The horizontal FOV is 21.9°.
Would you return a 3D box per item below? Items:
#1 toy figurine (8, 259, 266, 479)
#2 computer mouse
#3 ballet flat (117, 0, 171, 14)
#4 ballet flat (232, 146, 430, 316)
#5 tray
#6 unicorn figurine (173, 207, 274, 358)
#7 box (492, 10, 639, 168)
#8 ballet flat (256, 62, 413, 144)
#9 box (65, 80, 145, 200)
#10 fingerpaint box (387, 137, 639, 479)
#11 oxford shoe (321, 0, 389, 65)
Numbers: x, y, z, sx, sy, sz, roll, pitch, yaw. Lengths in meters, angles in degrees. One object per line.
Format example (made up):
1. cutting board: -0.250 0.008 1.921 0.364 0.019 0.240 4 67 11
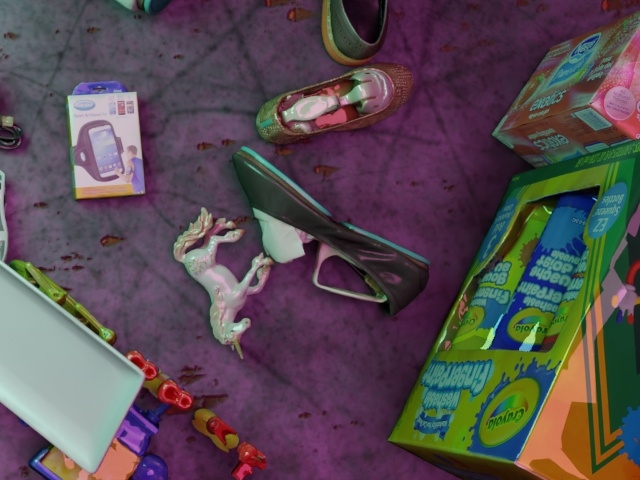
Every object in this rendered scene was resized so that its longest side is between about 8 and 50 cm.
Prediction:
1. toy figurine: -0.259 0.212 1.810 0.362 0.191 0.217 40 83 -8
2. computer mouse: -0.390 -0.050 1.860 0.106 0.042 0.193 3 81 -19
3. ballet flat: -0.121 -0.438 1.916 0.139 0.139 0.400 43 79 -9
4. ballet flat: 0.000 0.000 1.933 0.280 0.095 0.096 32 87 -11
5. tray: -0.305 0.110 1.731 0.270 0.030 0.145 37 119 13
6. unicorn figurine: -0.108 0.049 1.923 0.162 0.060 0.111 44 78 8
7. box: 0.343 -0.150 1.921 0.154 0.300 0.142 37 79 -9
8. ballet flat: 0.025 -0.163 1.959 0.206 0.067 0.073 -23 91 -15
9. box: -0.249 -0.117 1.906 0.081 0.028 0.136 -5 90 -15
10. fingerpaint box: 0.271 0.098 1.815 0.163 0.445 0.371 28 81 -10
11. oxford shoe: 0.046 -0.348 1.958 0.096 0.098 0.271 -7 89 -15
